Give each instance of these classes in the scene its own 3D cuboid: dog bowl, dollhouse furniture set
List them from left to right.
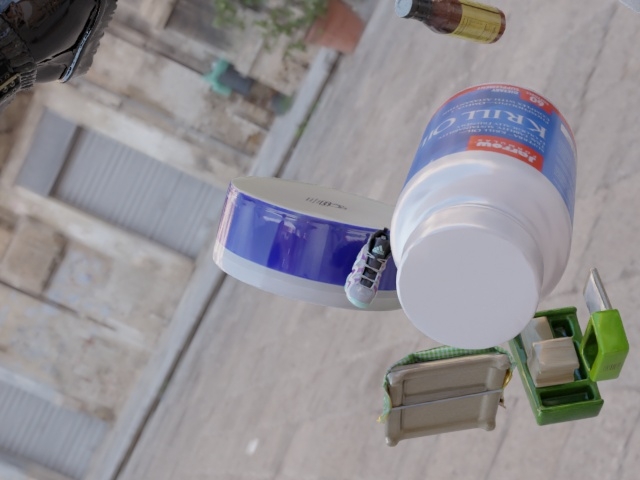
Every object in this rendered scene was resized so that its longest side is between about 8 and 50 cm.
[{"bbox_3d":[0.000,0.000,1.433,0.265,0.264,0.104,-101,23,-77],"label":"dog bowl"},{"bbox_3d":[0.210,0.138,1.423,0.197,0.301,0.151,88,172,-55],"label":"dollhouse furniture set"}]

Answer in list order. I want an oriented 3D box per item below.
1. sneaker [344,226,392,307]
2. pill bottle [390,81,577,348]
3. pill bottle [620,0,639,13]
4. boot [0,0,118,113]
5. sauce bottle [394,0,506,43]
[{"bbox_3d":[0.058,0.023,1.237,0.098,0.038,0.069,-77,10,-47],"label":"sneaker"},{"bbox_3d":[0.117,-0.020,0.791,0.124,0.124,0.221,-60,3,30],"label":"pill bottle"},{"bbox_3d":[0.461,-0.422,1.227,0.361,0.204,0.204,-50,16,44],"label":"pill bottle"},{"bbox_3d":[-0.392,-0.259,1.347,0.260,0.131,0.348,-28,-17,-31],"label":"boot"},{"bbox_3d":[0.130,-0.226,1.120,0.042,0.128,0.042,-11,76,52],"label":"sauce bottle"}]
